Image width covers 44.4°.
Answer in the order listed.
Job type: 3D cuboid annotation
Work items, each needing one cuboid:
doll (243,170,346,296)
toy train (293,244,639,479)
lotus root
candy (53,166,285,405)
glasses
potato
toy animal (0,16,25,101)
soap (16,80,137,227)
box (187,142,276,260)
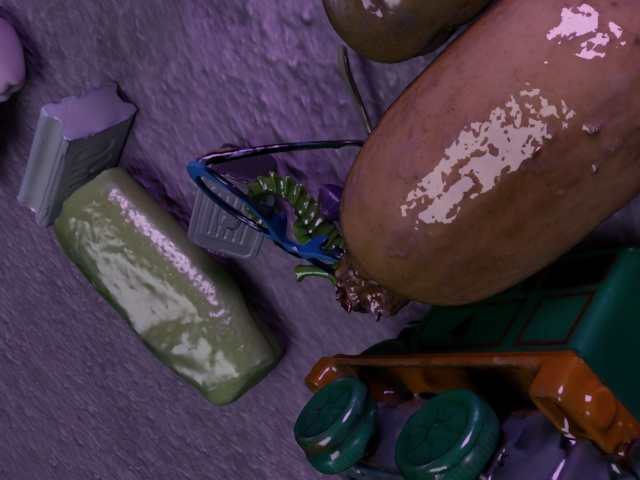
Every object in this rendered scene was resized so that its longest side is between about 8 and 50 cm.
[{"bbox_3d":[0.000,0.000,0.820,0.115,0.050,0.190,-32,110,28],"label":"doll"},{"bbox_3d":[0.145,0.137,0.666,0.178,0.249,0.429,46,154,-16],"label":"toy train"},{"bbox_3d":[0.119,-0.049,0.583,0.169,0.151,0.343,44,116,-3],"label":"lotus root"},{"bbox_3d":[-0.195,0.057,1.018,0.142,0.132,0.343,-43,85,6],"label":"candy"},{"bbox_3d":[0.009,-0.059,0.714,0.239,0.102,0.207,28,111,-3],"label":"glasses"},{"bbox_3d":[0.056,-0.235,0.571,0.157,0.157,0.194,-26,89,48],"label":"potato"},{"bbox_3d":[-0.550,-0.208,1.143,0.357,0.194,0.258,-45,58,32],"label":"toy animal"},{"bbox_3d":[-0.320,-0.108,1.022,0.063,0.114,0.198,48,139,7],"label":"soap"},{"bbox_3d":[-0.095,-0.045,0.873,0.084,0.069,0.122,17,134,-7],"label":"box"}]
